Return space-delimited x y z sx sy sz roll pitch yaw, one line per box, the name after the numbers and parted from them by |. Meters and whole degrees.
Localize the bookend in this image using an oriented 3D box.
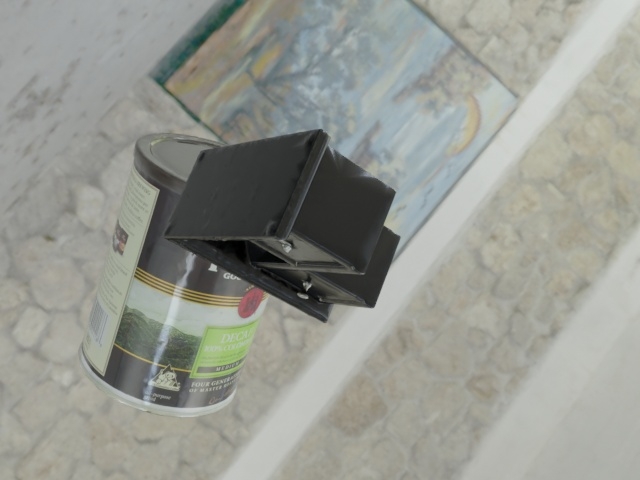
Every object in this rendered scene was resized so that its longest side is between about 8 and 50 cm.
0.000 0.000 0.573 0.156 0.157 0.072 1 -115 55 | bookend

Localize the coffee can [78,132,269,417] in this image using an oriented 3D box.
-0.155 0.037 0.990 0.201 0.201 0.275 -65 176 -71 | coffee can
